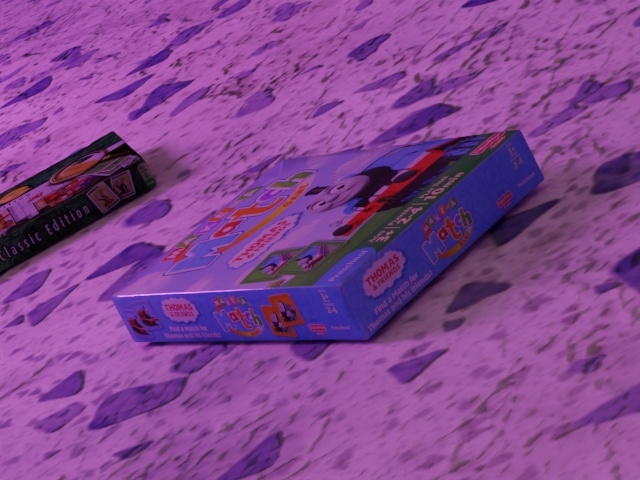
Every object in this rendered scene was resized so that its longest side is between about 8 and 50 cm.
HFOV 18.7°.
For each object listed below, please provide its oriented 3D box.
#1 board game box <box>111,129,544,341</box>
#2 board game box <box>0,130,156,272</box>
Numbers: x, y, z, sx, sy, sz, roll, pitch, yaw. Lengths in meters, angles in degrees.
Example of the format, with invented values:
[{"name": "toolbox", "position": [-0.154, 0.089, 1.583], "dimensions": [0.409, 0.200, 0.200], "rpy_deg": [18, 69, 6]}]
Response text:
[{"name": "board game box", "position": [0.000, 0.000, 1.107], "dimensions": [0.211, 0.039, 0.160], "rpy_deg": [-6, 28, 51]}, {"name": "board game box", "position": [-0.255, -0.002, 1.493], "dimensions": [0.259, 0.030, 0.136], "rpy_deg": [-30, 16, -8]}]
